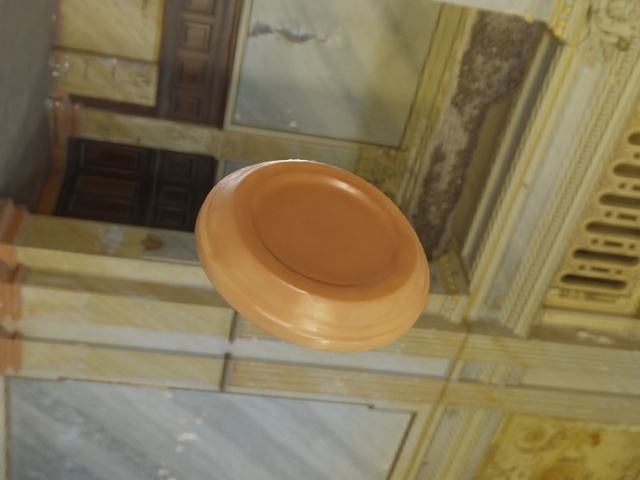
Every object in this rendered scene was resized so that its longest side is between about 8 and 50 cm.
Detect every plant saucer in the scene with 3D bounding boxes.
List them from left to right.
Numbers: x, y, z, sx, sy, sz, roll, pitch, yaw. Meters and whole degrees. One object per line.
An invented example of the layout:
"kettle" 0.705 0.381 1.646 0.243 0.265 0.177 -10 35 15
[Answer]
"plant saucer" 0.000 0.000 0.666 0.200 0.200 0.037 -93 -159 -44
